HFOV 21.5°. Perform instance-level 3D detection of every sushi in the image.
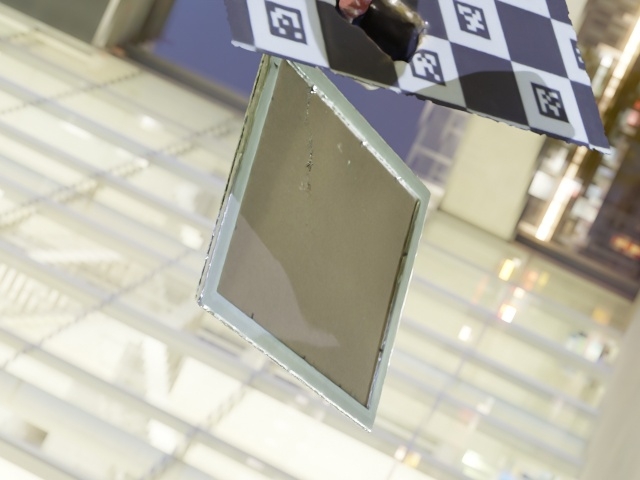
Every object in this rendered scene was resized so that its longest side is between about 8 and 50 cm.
[{"bbox_3d":[0.040,-0.225,1.317,0.064,0.359,0.343,-43,47,41],"label":"sushi"}]

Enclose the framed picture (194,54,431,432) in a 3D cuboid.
[{"bbox_3d":[0.000,0.000,1.336,0.293,0.018,0.231,44,-124,-53],"label":"framed picture"}]
